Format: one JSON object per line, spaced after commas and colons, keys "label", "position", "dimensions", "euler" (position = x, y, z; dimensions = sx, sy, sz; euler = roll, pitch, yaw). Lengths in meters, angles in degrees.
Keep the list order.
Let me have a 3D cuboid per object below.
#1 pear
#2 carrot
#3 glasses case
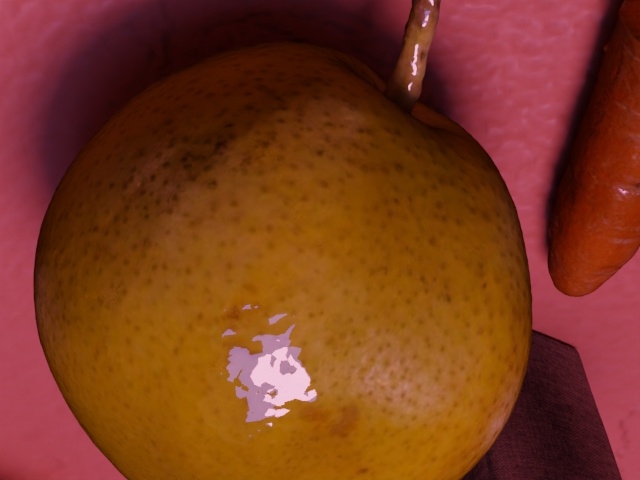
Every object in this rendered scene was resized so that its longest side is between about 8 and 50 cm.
{"label": "pear", "position": [0.000, 0.000, 0.508], "dimensions": [0.180, 0.166, 0.216], "euler": [30, 99, -13]}
{"label": "carrot", "position": [0.120, -0.027, 0.561], "dimensions": [0.048, 0.048, 0.139], "euler": [4, 131, -10]}
{"label": "glasses case", "position": [0.093, 0.119, 0.575], "dimensions": [0.070, 0.205, 0.047], "euler": [12, 126, -17]}
